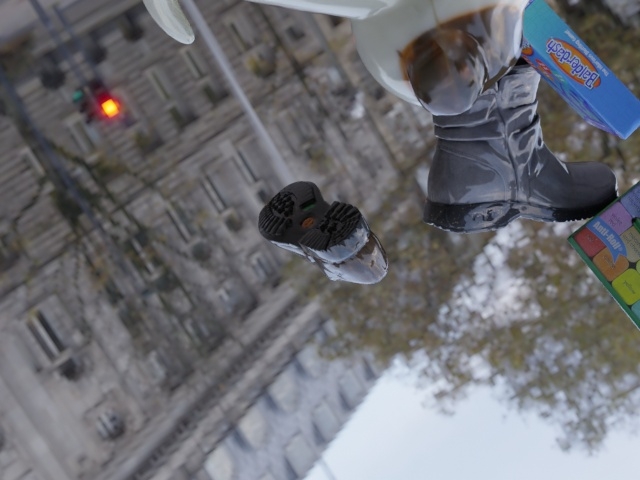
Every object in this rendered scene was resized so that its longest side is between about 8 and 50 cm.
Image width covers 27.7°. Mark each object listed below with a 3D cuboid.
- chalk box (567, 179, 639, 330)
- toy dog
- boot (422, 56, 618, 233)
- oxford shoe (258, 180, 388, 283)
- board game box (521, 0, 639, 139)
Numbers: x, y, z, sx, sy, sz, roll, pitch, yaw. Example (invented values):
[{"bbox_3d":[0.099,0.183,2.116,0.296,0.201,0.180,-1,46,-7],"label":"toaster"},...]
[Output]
[{"bbox_3d":[0.466,0.007,1.743,0.179,0.180,0.289,-41,167,22],"label":"chalk box"},{"bbox_3d":[0.041,-0.302,1.344,0.395,0.408,0.284,-53,-170,11],"label":"toy dog"},{"bbox_3d":[0.283,-0.139,1.740,0.338,0.223,0.118,-10,-161,-37],"label":"boot"},{"bbox_3d":[0.000,0.000,1.401,0.083,0.096,0.227,-44,-151,-5],"label":"oxford shoe"},{"bbox_3d":[0.283,-0.216,1.536,0.047,0.210,0.160,-45,-169,6],"label":"board game box"}]
